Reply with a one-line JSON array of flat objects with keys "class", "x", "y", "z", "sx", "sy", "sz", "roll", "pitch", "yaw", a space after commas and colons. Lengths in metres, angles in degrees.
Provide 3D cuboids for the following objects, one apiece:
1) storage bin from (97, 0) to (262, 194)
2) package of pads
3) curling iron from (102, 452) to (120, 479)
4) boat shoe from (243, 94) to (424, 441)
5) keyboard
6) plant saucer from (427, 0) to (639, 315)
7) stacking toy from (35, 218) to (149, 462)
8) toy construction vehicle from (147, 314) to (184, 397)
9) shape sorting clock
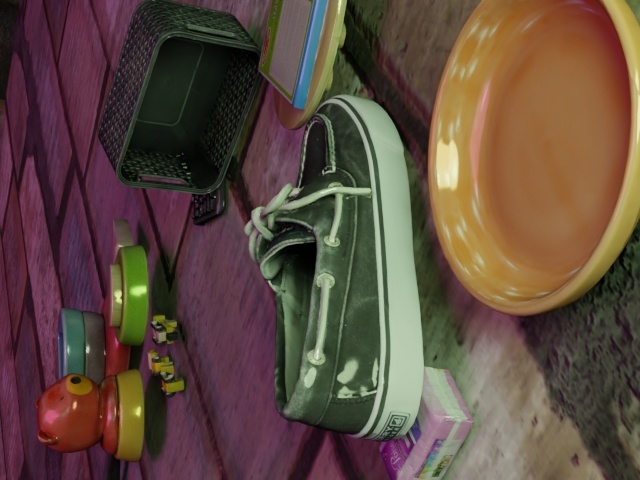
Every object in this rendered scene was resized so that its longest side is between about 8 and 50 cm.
[{"class": "storage bin", "x": -0.148, "y": -0.148, "z": 1.090, "sx": 0.084, "sy": 0.122, "sz": 0.180, "roll": 55, "pitch": 131, "yaw": 46}, {"class": "package of pads", "x": 0.070, "y": 0.130, "z": 0.703, "sx": 0.050, "sy": 0.032, "sz": 0.083, "roll": -110, "pitch": 33, "yaw": -48}, {"class": "curling iron", "x": -0.314, "y": 0.413, "z": 1.503, "sx": 0.068, "sy": 0.035, "sz": 0.273, "roll": -24, "pitch": -50, "yaw": -67}, {"class": "boat shoe", "x": -0.002, "y": 0.003, "z": 0.761, "sx": 0.113, "sy": 0.105, "sz": 0.306, "roll": 125, "pitch": 150, "yaw": -49}, {"class": "keyboard", "x": -0.136, "y": -0.109, "z": 1.204, "sx": 0.108, "sy": 0.023, "sz": 0.180, "roll": 157, "pitch": 115, "yaw": -64}, {"class": "plant saucer", "x": 0.126, "y": -0.056, "z": 0.597, "sx": 0.200, "sy": 0.037, "sz": 0.199, "roll": -177, "pitch": 90, "yaw": -65}, {"class": "stacking toy", "x": -0.318, "y": 0.124, "z": 1.403, "sx": 0.309, "sy": 0.131, "sz": 0.279, "roll": -136, "pitch": 50, "yaw": -66}, {"class": "toy construction vehicle", "x": -0.188, "y": 0.140, "z": 1.283, "sx": 0.098, "sy": 0.035, "sz": 0.085, "roll": -158, "pitch": 62, "yaw": -67}, {"class": "shape sorting clock", "x": -0.008, "y": -0.198, "z": 0.907, "sx": 0.206, "sy": 0.040, "sz": 0.206, "roll": -175, "pitch": 90, "yaw": -70}]
